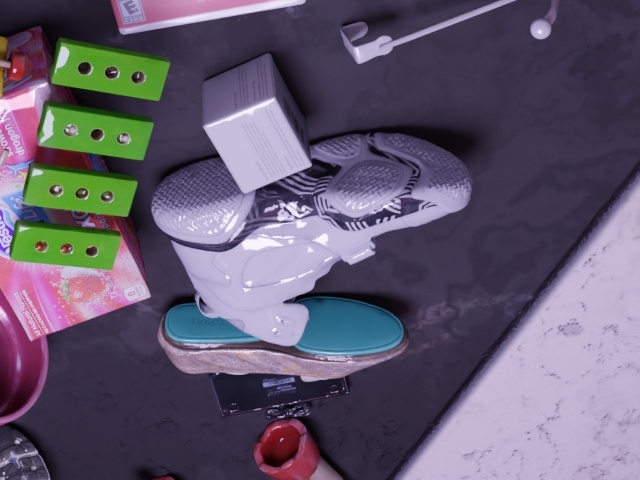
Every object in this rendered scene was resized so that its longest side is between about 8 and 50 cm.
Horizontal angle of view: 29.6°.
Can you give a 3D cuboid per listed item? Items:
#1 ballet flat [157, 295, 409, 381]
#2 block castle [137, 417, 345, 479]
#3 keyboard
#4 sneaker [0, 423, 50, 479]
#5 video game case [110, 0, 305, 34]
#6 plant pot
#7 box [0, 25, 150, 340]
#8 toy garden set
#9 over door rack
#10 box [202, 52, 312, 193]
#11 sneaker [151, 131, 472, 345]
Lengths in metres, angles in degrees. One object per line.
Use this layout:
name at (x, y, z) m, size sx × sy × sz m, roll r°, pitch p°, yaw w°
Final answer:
ballet flat at (-0.047, 0.131, 1.545) m, size 0.316 × 0.107 × 0.106 m, roll 4°, pitch 139°, yaw 2°
block castle at (-0.106, 0.479, 1.583) m, size 0.303 × 0.453 × 0.213 m, roll -26°, pitch 132°, yaw 17°
keyboard at (-0.053, 0.199, 1.636) m, size 0.180 × 0.023 × 0.108 m, roll -11°, pitch 121°, yaw 5°
sneaker at (-0.446, 0.406, 1.694) m, size 0.130 × 0.147 × 0.330 m, roll -11°, pitch 110°, yaw -28°
video game case at (-0.137, -0.351, 1.207) m, size 0.204 × 0.025 × 0.285 m, roll -9°, pitch 127°, yaw 3°
plant pot at (-0.463, 0.147, 1.472) m, size 0.180 × 0.201 × 0.201 m, roll -24°, pitch 127°, yaw 33°
box at (-0.314, -0.058, 1.330) m, size 0.154 × 0.142 × 0.300 m, roll -20°, pitch 127°, yaw -2°
toy garden set at (-0.280, -0.093, 1.198) m, size 0.204 × 0.049 × 0.244 m, roll 7°, pitch 120°, yaw -26°
over door rack at (0.150, -0.312, 1.206) m, size 0.324 × 0.108 × 0.239 m, roll -14°, pitch 126°, yaw 7°
box at (-0.070, -0.129, 1.333) m, size 0.087 × 0.102 × 0.101 m, roll -22°, pitch 126°, yaw 10°
sneaker at (0.000, 0.000, 1.420) m, size 0.366 × 0.137 × 0.210 m, roll -6°, pitch 128°, yaw 7°
